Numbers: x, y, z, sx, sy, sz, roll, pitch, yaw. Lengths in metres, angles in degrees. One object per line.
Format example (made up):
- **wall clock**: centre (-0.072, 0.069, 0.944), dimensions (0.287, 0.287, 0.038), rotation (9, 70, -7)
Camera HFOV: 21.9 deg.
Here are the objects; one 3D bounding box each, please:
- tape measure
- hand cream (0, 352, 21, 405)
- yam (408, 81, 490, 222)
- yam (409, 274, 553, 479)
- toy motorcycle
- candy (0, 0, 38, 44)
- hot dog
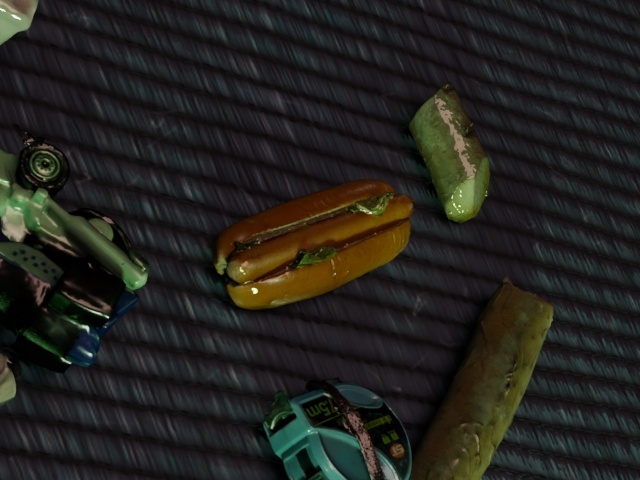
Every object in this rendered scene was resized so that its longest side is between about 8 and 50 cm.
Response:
- **tape measure**: centre (0.024, 0.196, 1.571), dimensions (0.125, 0.081, 0.146), rotation (-11, 68, -48)
- **hand cream**: centre (-0.355, 0.155, 1.371), dimensions (0.248, 0.052, 0.075), rotation (-28, 64, -33)
- **yam**: centre (0.144, -0.096, 1.792), dimensions (0.070, 0.070, 0.146), rotation (-16, 78, -37)
- **yam**: centre (0.146, 0.189, 1.666), dimensions (0.083, 0.083, 0.371), rotation (40, 54, -13)
- **toy motorcycle**: centre (-0.312, -0.010, 1.420), dimensions (0.331, 0.125, 0.196), rotation (33, 52, -9)
- **candy**: centre (-0.411, -0.310, 1.471), dimensions (0.359, 0.145, 0.208), rotation (21, 61, -24)
- **hot dog**: centre (0.000, 0.000, 1.654), dimensions (0.249, 0.068, 0.100), rotation (-22, 82, -38)
